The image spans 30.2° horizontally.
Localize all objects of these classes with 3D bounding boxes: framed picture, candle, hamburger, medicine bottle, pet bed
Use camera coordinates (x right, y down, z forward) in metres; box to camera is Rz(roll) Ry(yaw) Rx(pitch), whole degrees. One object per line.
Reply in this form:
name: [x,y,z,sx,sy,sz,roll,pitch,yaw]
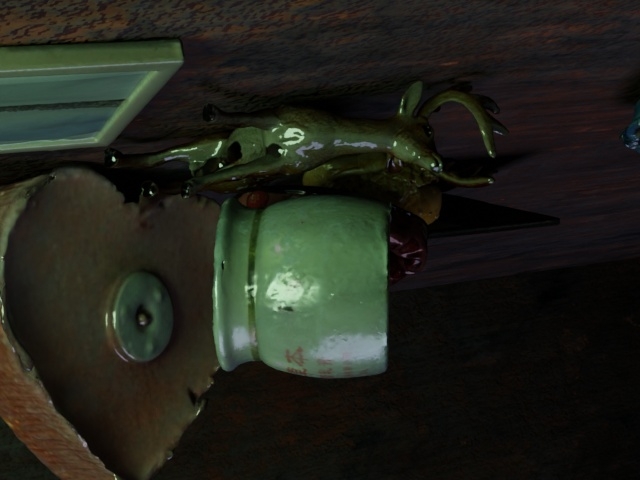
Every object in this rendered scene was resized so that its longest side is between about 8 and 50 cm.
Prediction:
framed picture: [0.074,-0.024,1.372,0.323,0.013,0.244,-6,-169,-26]
candle: [-0.201,0.084,1.081,0.131,0.287,0.317,-9,174,37]
hamburger: [0.053,-0.046,1.190,0.138,0.083,0.147,-9,177,2]
framed picture: [-0.252,-0.081,0.749,0.289,0.016,0.213,-7,173,-24]
medicine bottle: [-0.014,0.037,0.954,0.143,0.147,0.147,0,174,3]
pet bed: [0.000,0.000,1.098,0.201,0.054,0.201,8,161,3]

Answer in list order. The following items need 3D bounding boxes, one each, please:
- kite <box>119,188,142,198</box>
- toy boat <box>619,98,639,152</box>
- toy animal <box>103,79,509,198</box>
kite: [-0.257,-0.028,1.204,0.189,0.009,0.232,-11,173,13]
toy boat: [0.323,-0.092,1.061,0.100,0.097,0.223,8,178,8]
toy animal: [-0.012,-0.079,0.938,0.260,0.087,0.243,-9,-171,-42]
